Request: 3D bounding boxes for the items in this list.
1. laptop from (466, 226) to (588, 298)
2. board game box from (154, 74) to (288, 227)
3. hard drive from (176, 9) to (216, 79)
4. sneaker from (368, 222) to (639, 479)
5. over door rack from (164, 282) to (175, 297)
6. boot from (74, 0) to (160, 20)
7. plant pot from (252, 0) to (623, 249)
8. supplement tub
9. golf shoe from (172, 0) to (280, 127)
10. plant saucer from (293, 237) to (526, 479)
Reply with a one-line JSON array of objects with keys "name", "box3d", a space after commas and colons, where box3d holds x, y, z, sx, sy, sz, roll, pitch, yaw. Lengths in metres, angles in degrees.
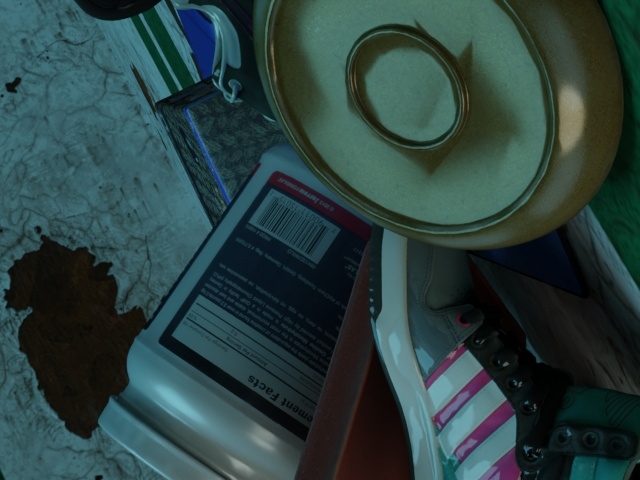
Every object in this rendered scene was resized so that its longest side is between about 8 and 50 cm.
[{"name": "laptop", "box3d": [-0.049, -0.122, 1.110, 0.382, 0.408, 0.236, -156, 73, -70]}, {"name": "board game box", "box3d": [-0.050, -0.069, 1.586, 0.232, 0.141, 0.291, 65, 171, -10]}, {"name": "hard drive", "box3d": [-0.102, -0.176, 1.904, 0.210, 0.040, 0.319, 50, 164, 55]}, {"name": "sneaker", "box3d": [0.139, 0.097, 0.938, 0.124, 0.178, 0.296, -16, -85, -66]}, {"name": "over door rack", "box3d": [-0.003, 0.175, 1.530, 0.324, 0.108, 0.239, 53, -172, 23]}, {"name": "boot", "box3d": [-0.231, -0.410, 1.322, 0.284, 0.138, 0.377, -128, 21, -53]}, {"name": "plant pot", "box3d": [0.054, -0.090, 0.843, 0.236, 0.032, 0.236, 21, 131, 26]}, {"name": "supplement tub", "box3d": [-0.032, 0.077, 1.194, 0.191, 0.272, 0.191, 34, 174, 4]}, {"name": "golf shoe", "box3d": [-0.035, -0.142, 1.375, 0.273, 0.120, 0.105, 64, 170, -12]}, {"name": "plant saucer", "box3d": [0.064, 0.134, 1.085, 0.047, 0.258, 0.259, 5, 156, 30]}]
